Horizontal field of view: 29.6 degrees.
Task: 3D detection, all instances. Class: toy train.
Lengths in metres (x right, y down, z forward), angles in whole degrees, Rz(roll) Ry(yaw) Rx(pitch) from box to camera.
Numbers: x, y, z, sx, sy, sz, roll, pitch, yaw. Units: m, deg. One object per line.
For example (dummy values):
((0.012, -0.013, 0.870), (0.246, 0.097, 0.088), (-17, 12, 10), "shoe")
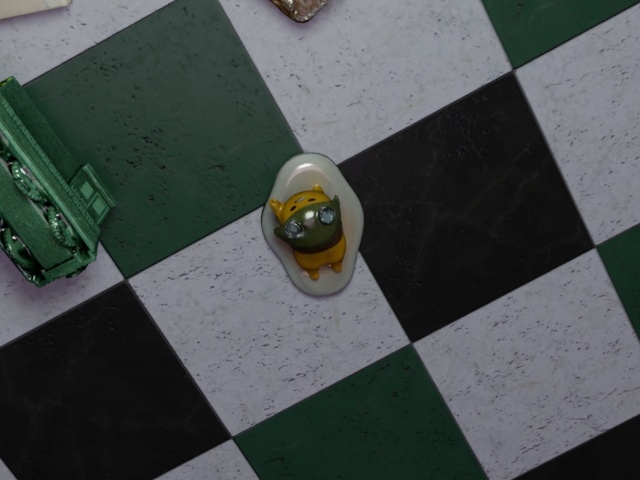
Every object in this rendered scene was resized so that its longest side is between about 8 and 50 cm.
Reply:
((-0.440, -0.097, 1.790), (0.138, 0.178, 0.330), (-24, 111, 24), "toy train")

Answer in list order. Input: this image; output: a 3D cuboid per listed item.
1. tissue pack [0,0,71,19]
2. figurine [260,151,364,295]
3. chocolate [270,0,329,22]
((-0.531, -0.381, 1.710), (0.325, 0.071, 0.170), (-12, 112, -3), "tissue pack")
((0.000, 0.000, 1.912), (0.167, 0.141, 0.250), (-19, 114, -1), "figurine")
((-0.015, -0.435, 1.750), (0.148, 0.093, 0.214), (36, 105, -22), "chocolate")
